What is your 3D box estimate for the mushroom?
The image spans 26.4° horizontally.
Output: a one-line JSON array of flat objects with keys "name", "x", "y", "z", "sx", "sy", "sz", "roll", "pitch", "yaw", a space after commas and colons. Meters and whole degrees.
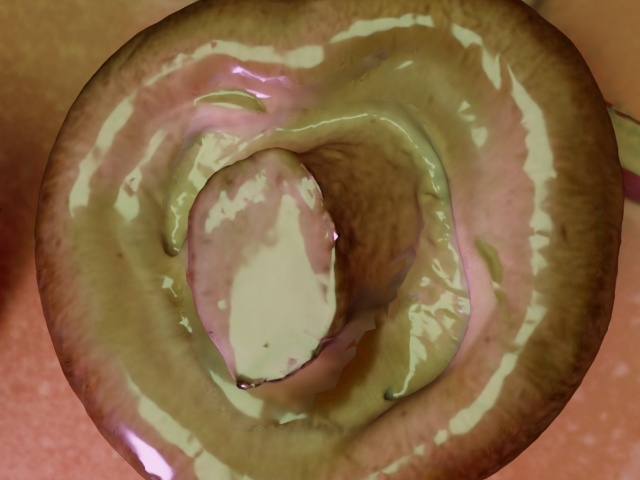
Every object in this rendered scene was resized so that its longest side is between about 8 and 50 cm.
[{"name": "mushroom", "x": 0.000, "y": 0.000, "z": 0.628, "sx": 0.278, "sy": 0.146, "sz": 0.278, "roll": 0, "pitch": 90, "yaw": 14}]
